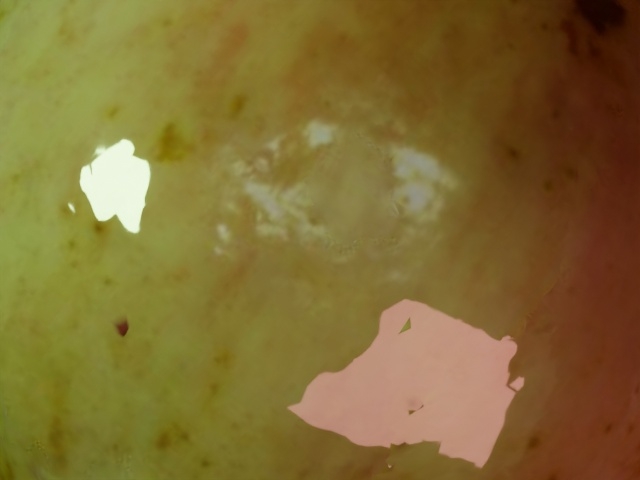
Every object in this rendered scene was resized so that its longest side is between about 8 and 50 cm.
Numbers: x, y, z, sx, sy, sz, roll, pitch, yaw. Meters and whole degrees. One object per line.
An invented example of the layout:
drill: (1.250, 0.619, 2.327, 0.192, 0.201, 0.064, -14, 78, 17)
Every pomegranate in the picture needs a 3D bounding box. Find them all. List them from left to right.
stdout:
pomegranate: (-0.001, -0.004, 0.399, 0.191, 0.191, 0.191, -6, 126, -9)
